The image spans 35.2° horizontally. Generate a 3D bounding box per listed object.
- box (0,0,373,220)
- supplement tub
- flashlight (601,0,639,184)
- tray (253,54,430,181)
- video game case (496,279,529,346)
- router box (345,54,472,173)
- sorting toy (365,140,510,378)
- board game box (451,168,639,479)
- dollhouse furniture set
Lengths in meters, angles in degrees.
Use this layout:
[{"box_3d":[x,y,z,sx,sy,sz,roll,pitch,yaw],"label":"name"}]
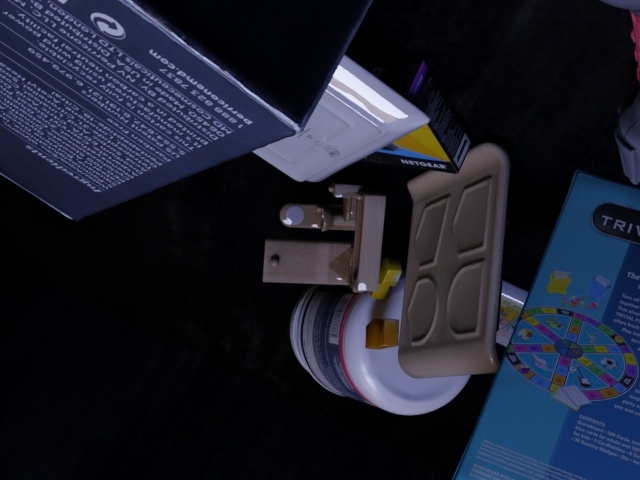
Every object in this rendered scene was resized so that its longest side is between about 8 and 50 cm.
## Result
[{"box_3d":[-0.119,-0.207,0.664,0.212,0.293,0.395,34,159,-21],"label":"box"},{"box_3d":[0.079,0.133,1.412,0.191,0.191,0.272,32,169,-17],"label":"supplement tub"},{"box_3d":[0.229,-0.137,0.692,0.103,0.103,0.304,14,157,27],"label":"flashlight"},{"box_3d":[-0.013,-0.117,1.018,0.145,0.030,0.270,32,160,-15],"label":"tray"},{"box_3d":[0.261,0.105,1.396,0.212,0.023,0.193,25,161,5],"label":"video game case"},{"box_3d":[0.047,-0.130,1.022,0.179,0.046,0.133,11,156,37],"label":"router box"},{"box_3d":[0.128,0.036,1.114,0.041,0.229,0.307,6,169,-19],"label":"sorting toy"},{"box_3d":[0.300,0.125,0.921,0.254,0.336,0.079,19,159,21],"label":"board game box"},{"box_3d":[0.000,0.000,1.230,0.123,0.144,0.151,3,-169,-8],"label":"dollhouse furniture set"}]
